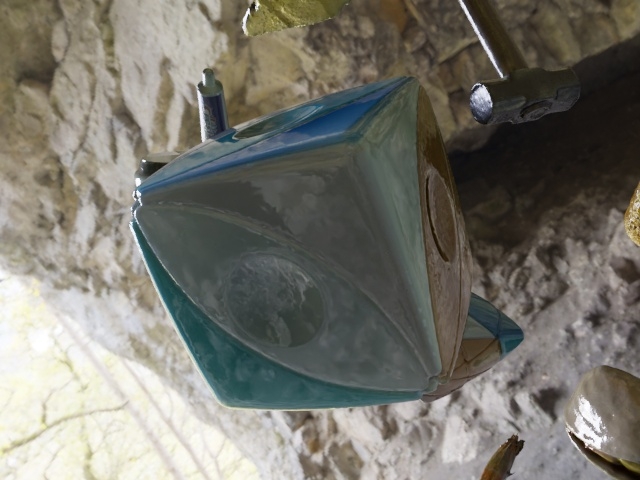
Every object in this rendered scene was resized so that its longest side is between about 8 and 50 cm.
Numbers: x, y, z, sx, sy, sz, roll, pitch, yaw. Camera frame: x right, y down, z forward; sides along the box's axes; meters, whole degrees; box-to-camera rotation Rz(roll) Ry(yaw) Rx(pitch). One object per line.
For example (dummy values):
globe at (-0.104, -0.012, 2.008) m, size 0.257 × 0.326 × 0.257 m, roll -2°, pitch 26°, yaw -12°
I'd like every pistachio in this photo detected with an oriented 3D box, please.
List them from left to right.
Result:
pistachio at (0.594, 0.361, 1.331) m, size 0.197 × 0.166 × 0.288 m, roll -20°, pitch 18°, yaw 5°

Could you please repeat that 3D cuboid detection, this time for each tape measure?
tape measure at (-0.310, -0.138, 1.614) m, size 0.262 × 0.138 × 0.259 m, roll -6°, pitch 15°, yaw -18°

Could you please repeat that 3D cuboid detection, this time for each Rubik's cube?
Rubik's cube at (0.000, 0.000, 0.927) m, size 0.351 × 0.352 × 0.347 m, roll -9°, pitch 22°, yaw 23°
Rubik's cube at (0.192, 0.149, 1.230) m, size 0.254 × 0.254 × 0.254 m, roll -37°, pitch 9°, yaw 7°

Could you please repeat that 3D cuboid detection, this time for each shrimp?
shrimp at (0.453, 0.604, 1.726) m, size 0.249 × 0.068 × 0.150 m, roll -46°, pitch -27°, yaw -23°

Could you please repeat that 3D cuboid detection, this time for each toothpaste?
toothpaste at (-0.201, -0.211, 1.285) m, size 0.069 × 0.047 × 0.268 m, roll -12°, pitch -40°, yaw -11°

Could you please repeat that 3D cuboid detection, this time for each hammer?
hammer at (0.156, -0.288, 0.748) m, size 0.111 × 0.365 × 0.043 m, roll -15°, pitch -21°, yaw -18°

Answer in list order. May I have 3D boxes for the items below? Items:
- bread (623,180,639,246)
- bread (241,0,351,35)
bread at (0.474, -0.048, 0.884) m, size 0.083 × 0.114 × 0.211 m, roll -40°, pitch -30°, yaw -12°
bread at (-0.051, -0.540, 1.305) m, size 0.236 × 0.198 × 0.263 m, roll -5°, pitch 42°, yaw 43°
